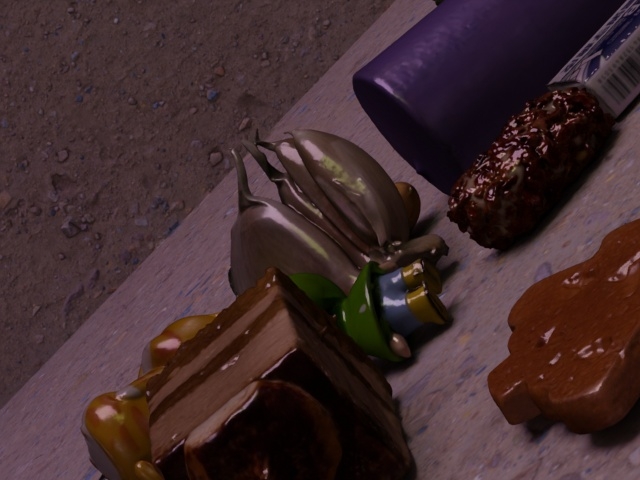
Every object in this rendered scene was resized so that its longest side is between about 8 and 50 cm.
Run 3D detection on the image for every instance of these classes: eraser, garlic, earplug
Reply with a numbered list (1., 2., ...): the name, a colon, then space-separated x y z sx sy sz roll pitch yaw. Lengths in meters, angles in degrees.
1. eraser: 0.364 -0.231 1.639 0.210 0.068 0.124 -46 10 -6
2. garlic: 0.000 0.000 1.709 0.210 0.292 0.237 -36 -37 -24
3. earplug: 0.268 -0.272 1.802 0.456 0.215 0.215 -43 12 -7

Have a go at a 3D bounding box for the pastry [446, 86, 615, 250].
1. pastry: 0.228 -0.084 1.554 0.208 0.097 0.115 -47 22 -13

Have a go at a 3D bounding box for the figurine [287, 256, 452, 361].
1. figurine: 0.013 0.099 1.565 0.263 0.143 0.162 -26 49 22

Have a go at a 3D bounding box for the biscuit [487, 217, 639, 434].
1. biscuit: 0.261 0.039 1.147 0.306 0.043 0.284 -41 11 10

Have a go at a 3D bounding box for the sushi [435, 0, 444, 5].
1. sushi: 0.286 -0.422 2.072 0.294 0.178 0.352 -48 -9 11

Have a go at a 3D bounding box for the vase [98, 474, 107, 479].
1. vase: -0.239 0.280 1.990 0.060 0.060 0.211 -35 17 41

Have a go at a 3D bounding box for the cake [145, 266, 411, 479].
1. cake: -0.033 0.181 1.331 0.196 0.199 0.293 -39 17 4

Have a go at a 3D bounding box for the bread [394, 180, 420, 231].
1. bread: 0.063 -0.010 1.881 0.189 0.077 0.114 -39 -2 40

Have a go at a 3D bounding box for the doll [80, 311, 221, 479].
1. doll: -0.190 0.209 1.838 0.270 0.162 0.167 -58 -14 -29
